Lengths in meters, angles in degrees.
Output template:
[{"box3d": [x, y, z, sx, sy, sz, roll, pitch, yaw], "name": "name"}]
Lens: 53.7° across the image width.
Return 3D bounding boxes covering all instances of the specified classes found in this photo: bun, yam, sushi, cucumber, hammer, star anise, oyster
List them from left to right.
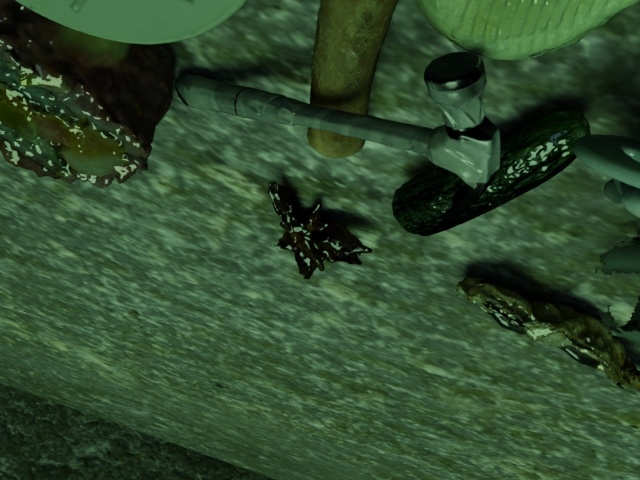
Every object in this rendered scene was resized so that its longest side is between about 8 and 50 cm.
[{"box3d": [-0.287, -0.190, 0.691, 0.270, 0.170, 0.237, 36, 145, -26], "name": "sushi"}, {"box3d": [-0.015, -0.132, 0.624, 0.427, 0.044, 0.152, 23, 148, 39], "name": "hammer"}, {"box3d": [0.002, -0.003, 0.906, 0.157, 0.053, 0.212, 16, 145, 10], "name": "star anise"}, {"box3d": [0.036, -0.200, 0.581, 0.081, 0.081, 0.356, 18, 148, 5], "name": "yam"}, {"box3d": [0.183, -0.071, 0.686, 0.074, 0.074, 0.241, 36, 144, -22], "name": "cucumber"}, {"box3d": [0.150, -0.222, 0.435, 0.196, 0.118, 0.195, -6, 151, -3], "name": "bun"}, {"box3d": [0.343, 0.132, 0.905, 0.345, 0.078, 0.129, 27, 168, -13], "name": "oyster"}]

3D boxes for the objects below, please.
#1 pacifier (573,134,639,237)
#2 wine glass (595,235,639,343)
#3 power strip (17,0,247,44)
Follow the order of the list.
[{"box3d": [0.365, -0.085, 0.494, 0.300, 0.244, 0.233, 14, 116, 5], "name": "pacifier"}, {"box3d": [0.442, 0.069, 0.620, 0.143, 0.143, 0.321, 43, 158, -31], "name": "wine glass"}, {"box3d": [-0.167, -0.318, 0.440, 0.358, 0.161, 0.357, 15, 147, 10], "name": "power strip"}]
